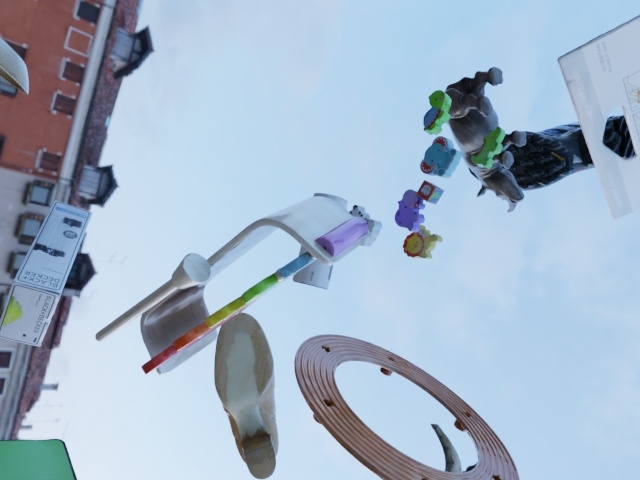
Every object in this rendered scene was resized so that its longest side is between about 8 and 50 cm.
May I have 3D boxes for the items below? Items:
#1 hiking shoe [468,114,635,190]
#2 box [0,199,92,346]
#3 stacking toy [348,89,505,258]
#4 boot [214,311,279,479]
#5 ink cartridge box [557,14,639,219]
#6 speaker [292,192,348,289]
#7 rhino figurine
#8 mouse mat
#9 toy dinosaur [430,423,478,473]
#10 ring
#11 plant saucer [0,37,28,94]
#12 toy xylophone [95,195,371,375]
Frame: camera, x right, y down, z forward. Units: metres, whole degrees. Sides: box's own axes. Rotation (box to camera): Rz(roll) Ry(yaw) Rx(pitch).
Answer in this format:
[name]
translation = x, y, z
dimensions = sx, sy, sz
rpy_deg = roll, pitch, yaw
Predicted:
[hiking shoe]
translation = 0.438, -0.163, 0.963
dimensions = 0.304, 0.132, 0.113
rpy_deg = -7, -82, 11
[box]
translation = -0.596, 0.063, 1.091
dimensions = 0.169, 0.087, 0.290
rpy_deg = -54, -152, 28
[stacking toy]
translation = 0.140, -0.076, 0.664
dimensions = 0.052, 0.167, 0.221
rpy_deg = 43, -69, 38
[boot]
translation = -0.140, 0.277, 0.937
dimensions = 0.211, 0.104, 0.295
rpy_deg = 159, -79, -77
[ink cartridge box]
translation = 0.426, -0.175, 0.578
dimensions = 0.239, 0.275, 0.060
rpy_deg = -25, -143, 24
[speaker]
translation = 0.000, 0.000, 0.733
dimensions = 0.055, 0.055, 0.136
rpy_deg = 6, -100, 49
[rhino figurine]
translation = 0.261, -0.145, 0.780
dimensions = 0.073, 0.243, 0.106
rpy_deg = -39, -155, -18
[mouse mat]
translation = -0.399, 0.283, 0.603
dimensions = 0.152, 0.189, 0.007
rpy_deg = 20, -87, 53
[toy dinosaur]
translation = 0.255, 0.431, 0.869
dimensions = 0.064, 0.118, 0.268
rpy_deg = -91, 175, -70
[ring]
translation = 0.111, 0.239, 0.680
dimensions = 0.336, 0.336, 0.032
rpy_deg = 40, -72, 46
[plant saucer]
translation = -0.215, -0.127, 0.311
dimensions = 0.015, 0.083, 0.083
rpy_deg = -52, -140, -12
[toy xylophone]
translation = -0.107, 0.059, 0.568
dimensions = 0.322, 0.236, 0.081
rpy_deg = -36, -92, 39
